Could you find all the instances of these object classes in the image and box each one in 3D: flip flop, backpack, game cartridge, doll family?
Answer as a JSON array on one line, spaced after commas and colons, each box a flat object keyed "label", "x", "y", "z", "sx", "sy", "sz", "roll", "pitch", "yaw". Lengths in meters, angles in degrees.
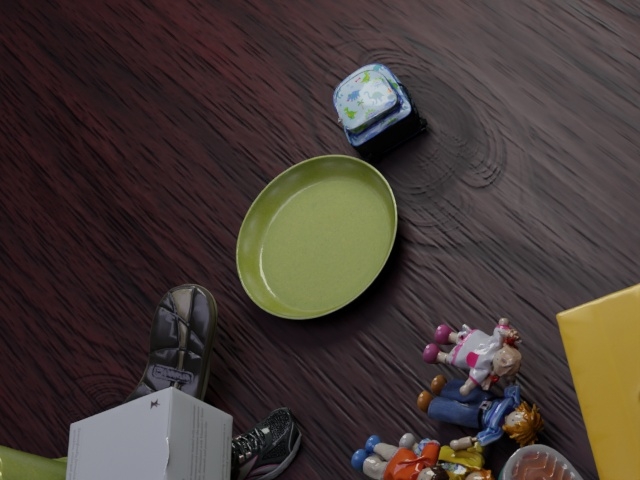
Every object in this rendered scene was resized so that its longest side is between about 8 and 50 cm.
[{"label": "flip flop", "x": -0.196, "y": 0.192, "z": 2.059, "sx": 0.112, "sy": 0.080, "sz": 0.277, "roll": 15, "pitch": 91, "yaw": 16}, {"label": "backpack", "x": 0.070, "y": -0.183, "z": 2.107, "sx": 0.105, "sy": 0.084, "sz": 0.114, "roll": -32, "pitch": 51, "yaw": 9}, {"label": "game cartridge", "x": 0.450, "y": 0.157, "z": 1.744, "sx": 0.324, "sy": 0.052, "sz": 0.285, "roll": -20, "pitch": 57, "yaw": 16}, {"label": "doll family", "x": 0.174, "y": 0.223, "z": 1.833, "sx": 0.163, "sy": 0.118, "sz": 0.263, "roll": 14, "pitch": 66, "yaw": 50}]

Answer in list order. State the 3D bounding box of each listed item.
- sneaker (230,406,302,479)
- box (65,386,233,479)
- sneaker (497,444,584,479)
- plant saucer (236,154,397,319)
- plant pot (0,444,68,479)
[{"label": "sneaker", "x": -0.103, "y": 0.278, "z": 1.970, "sx": 0.178, "sy": 0.077, "sz": 0.072, "roll": -44, "pitch": 53, "yaw": 2}, {"label": "box", "x": -0.212, "y": 0.300, "z": 1.905, "sx": 0.182, "sy": 0.119, "sz": 0.181, "roll": -22, "pitch": 52, "yaw": 33}, {"label": "sneaker", "x": 0.293, "y": 0.366, "z": 1.697, "sx": 0.108, "sy": 0.121, "sz": 0.302, "roll": -26, "pitch": 71, "yaw": -11}, {"label": "plant saucer", "x": 0.000, "y": 0.000, "z": 2.082, "sx": 0.241, "sy": 0.037, "sz": 0.241, "roll": -13, "pitch": 61, "yaw": 24}, {"label": "plant pot", "x": -0.403, "y": 0.370, "z": 1.981, "sx": 0.276, "sy": 0.254, "sz": 0.276, "roll": -13, "pitch": 59, "yaw": 23}]
